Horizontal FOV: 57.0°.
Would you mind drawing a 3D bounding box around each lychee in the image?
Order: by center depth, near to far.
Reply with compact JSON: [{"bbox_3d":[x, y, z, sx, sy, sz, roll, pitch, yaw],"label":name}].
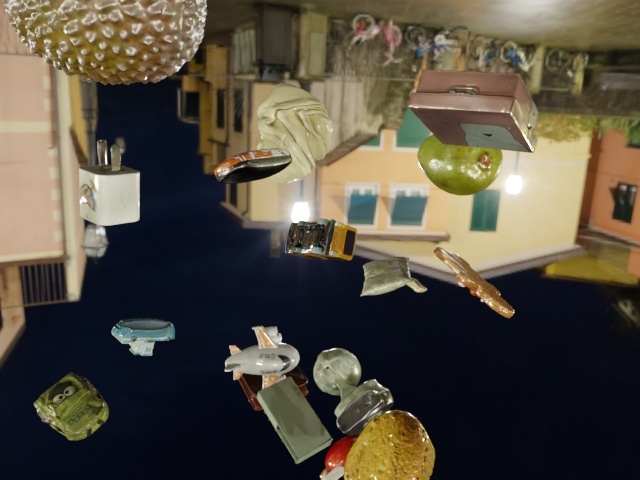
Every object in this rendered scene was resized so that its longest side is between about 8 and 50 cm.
[{"bbox_3d":[-0.410,-0.493,1.195,0.432,0.380,0.380,-23,-161,-5],"label":"lychee"}]

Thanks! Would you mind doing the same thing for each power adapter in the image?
[{"bbox_3d":[-0.550,-0.156,1.534,0.130,0.205,0.125,18,-159,38],"label":"power adapter"}]

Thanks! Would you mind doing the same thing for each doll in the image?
[{"bbox_3d":[0.068,0.584,1.573,0.183,0.085,0.217,-33,175,-11],"label":"doll"}]

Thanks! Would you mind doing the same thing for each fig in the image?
[{"bbox_3d":[0.487,-0.293,2.140,0.258,0.258,0.326,-8,-165,-34],"label":"fig"}]

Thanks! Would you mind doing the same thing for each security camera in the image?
[{"bbox_3d":[0.087,0.478,1.935,0.277,0.197,0.191,49,-173,24],"label":"security camera"}]

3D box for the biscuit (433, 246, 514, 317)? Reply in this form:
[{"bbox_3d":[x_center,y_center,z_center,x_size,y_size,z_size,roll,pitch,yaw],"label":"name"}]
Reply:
[{"bbox_3d":[0.478,0.134,1.838,0.205,0.049,0.324,21,-161,-45],"label":"biscuit"}]

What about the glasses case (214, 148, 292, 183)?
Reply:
[{"bbox_3d":[-0.169,-0.195,1.535,0.103,0.067,0.266,-24,179,30],"label":"glasses case"}]

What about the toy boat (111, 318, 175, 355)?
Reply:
[{"bbox_3d":[-0.536,0.296,1.794,0.088,0.102,0.215,27,-165,38],"label":"toy boat"}]

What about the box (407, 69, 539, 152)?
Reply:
[{"bbox_3d":[0.317,-0.262,1.198,0.215,0.086,0.215,12,173,33],"label":"box"}]

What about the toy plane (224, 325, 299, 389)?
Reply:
[{"bbox_3d":[-0.191,0.396,1.931,0.244,0.245,0.117,3,-171,1],"label":"toy plane"}]

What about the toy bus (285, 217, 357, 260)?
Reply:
[{"bbox_3d":[0.000,0.000,1.586,0.114,0.098,0.201,17,170,-33],"label":"toy bus"}]

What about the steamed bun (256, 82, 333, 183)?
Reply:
[{"bbox_3d":[-0.079,-0.340,1.931,0.203,0.289,0.276,16,160,36],"label":"steamed bun"}]

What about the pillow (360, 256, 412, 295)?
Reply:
[{"bbox_3d":[0.190,0.101,1.709,0.148,0.050,0.230,-22,-166,12],"label":"pillow"}]

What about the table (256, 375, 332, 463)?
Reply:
[{"bbox_3d":[-0.087,0.557,1.795,0.121,0.111,0.240,-19,-126,-30],"label":"table"}]

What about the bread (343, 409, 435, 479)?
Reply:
[{"bbox_3d":[0.158,0.495,1.298,0.139,0.240,0.240,33,-174,-18],"label":"bread"}]

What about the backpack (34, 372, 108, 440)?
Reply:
[{"bbox_3d":[-0.908,0.624,2.177,0.253,0.140,0.207,28,-127,27],"label":"backpack"}]

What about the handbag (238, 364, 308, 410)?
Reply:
[{"bbox_3d":[-0.208,0.598,2.544,0.260,0.084,0.275,-13,-156,-22],"label":"handbag"}]

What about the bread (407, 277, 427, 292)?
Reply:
[{"bbox_3d":[0.382,0.179,2.375,0.070,0.035,0.083,11,-154,-50],"label":"bread"}]
